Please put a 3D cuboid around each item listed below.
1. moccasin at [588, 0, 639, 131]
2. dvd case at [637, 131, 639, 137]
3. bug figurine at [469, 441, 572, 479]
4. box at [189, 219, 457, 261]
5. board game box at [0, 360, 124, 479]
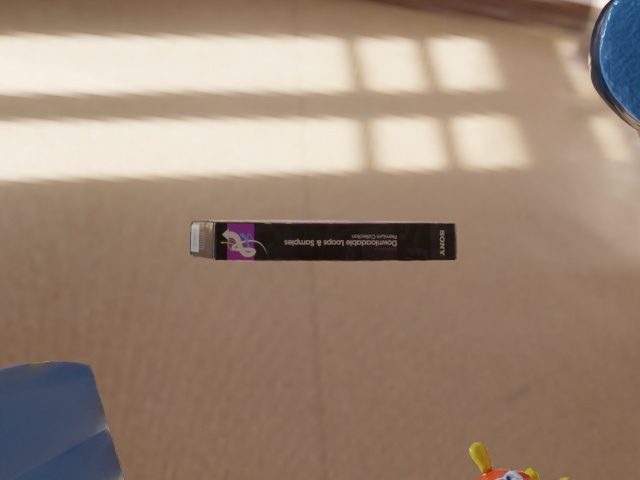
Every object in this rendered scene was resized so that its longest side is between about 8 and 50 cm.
[{"bbox_3d":[0.314,-0.065,1.137,0.342,0.138,0.117,18,4,-6],"label":"moccasin"},{"bbox_3d":[0.314,-0.141,1.572,0.164,0.221,0.018,-45,44,-14],"label":"dvd case"},{"bbox_3d":[0.200,0.167,1.129,0.279,0.216,0.072,-29,22,-20],"label":"bug figurine"},{"bbox_3d":[0.000,0.000,1.300,0.162,0.029,0.116,2,0,-12],"label":"box"},{"bbox_3d":[-0.159,0.102,0.858,0.133,0.169,0.033,-28,57,-15],"label":"board game box"}]
